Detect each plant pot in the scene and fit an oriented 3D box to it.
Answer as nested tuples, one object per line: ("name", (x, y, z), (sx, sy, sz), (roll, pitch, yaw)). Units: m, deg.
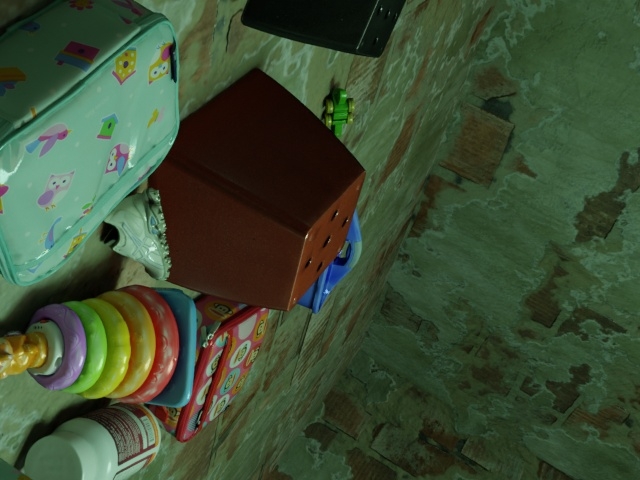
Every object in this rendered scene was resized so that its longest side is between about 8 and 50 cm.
("plant pot", (-0.086, -0.053, 1.138), (0.267, 0.235, 0.267), (-49, 162, -42))
("plant pot", (0.027, -0.360, 1.076), (0.188, 0.166, 0.187), (-66, 166, 17))

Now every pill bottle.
("pill bottle", (-0.355, 0.332, 1.179), (0.121, 0.121, 0.221), (-62, 165, 7))

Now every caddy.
("caddy", (0.000, 0.000, 1.569), (0.341, 0.179, 0.241), (102, 8, -51))

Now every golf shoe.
("golf shoe", (-0.252, -0.002, 1.023), (0.085, 0.069, 0.176), (-13, 143, -13))

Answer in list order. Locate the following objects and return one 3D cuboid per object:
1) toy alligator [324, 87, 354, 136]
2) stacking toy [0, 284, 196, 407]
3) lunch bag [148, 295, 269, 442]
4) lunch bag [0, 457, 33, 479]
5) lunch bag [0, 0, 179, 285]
("toy alligator", (0.035, -0.258, 1.554), (0.190, 0.056, 0.051), (96, -14, -58))
("stacking toy", (-0.312, 0.136, 0.947), (0.301, 0.175, 0.166), (8, 83, -57))
("lunch bag", (-0.232, 0.243, 1.472), (0.258, 0.120, 0.293), (-29, 144, -58))
("lunch bag", (-0.417, 0.352, 0.779), (0.262, 0.223, 0.160), (-62, 172, 9))
("lunch bag", (-0.246, -0.102, 0.735), (0.279, 0.107, 0.224), (-52, 163, -34))
